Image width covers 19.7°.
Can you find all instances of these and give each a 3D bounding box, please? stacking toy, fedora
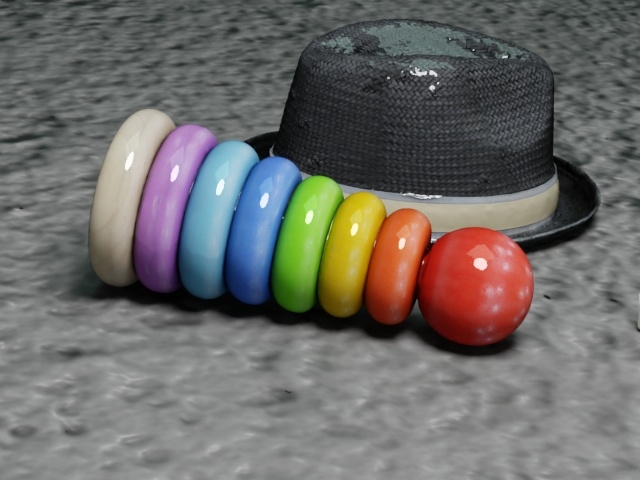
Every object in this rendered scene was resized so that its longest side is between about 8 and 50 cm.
[{"bbox_3d":[0.000,0.000,1.397,0.330,0.141,0.141,13,22,8],"label":"stacking toy"},{"bbox_3d":[0.091,-0.107,1.646,0.334,0.152,0.334,4,22,-2],"label":"fedora"}]

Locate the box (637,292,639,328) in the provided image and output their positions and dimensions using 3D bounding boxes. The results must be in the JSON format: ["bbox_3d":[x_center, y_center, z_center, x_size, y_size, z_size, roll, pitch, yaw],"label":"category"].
[{"bbox_3d":[0.373,0.088,1.339,0.067,0.063,0.324,-15,29,-39],"label":"box"}]
